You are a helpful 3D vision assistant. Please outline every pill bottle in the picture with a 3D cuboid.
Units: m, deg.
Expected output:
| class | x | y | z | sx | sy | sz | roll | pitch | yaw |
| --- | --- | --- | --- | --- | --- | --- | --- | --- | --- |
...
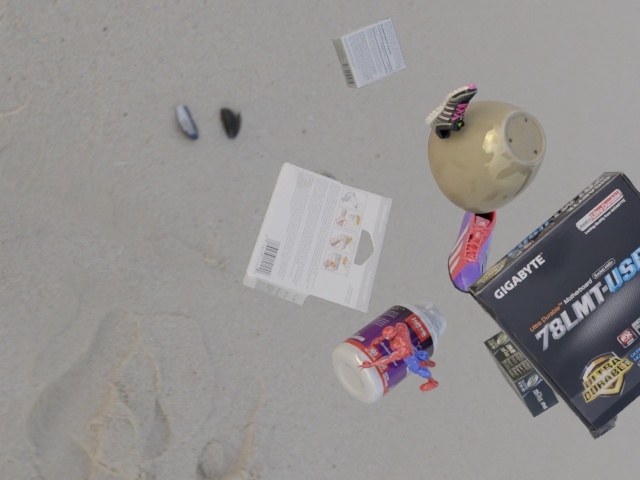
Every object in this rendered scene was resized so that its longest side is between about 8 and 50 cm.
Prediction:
| class | x | y | z | sx | sy | sz | roll | pitch | yaw |
| --- | --- | --- | --- | --- | --- | --- | --- | --- | --- |
| pill bottle | 0.199 | 0.294 | 1.888 | 0.323 | 0.181 | 0.181 | -32 | 102 | -29 |

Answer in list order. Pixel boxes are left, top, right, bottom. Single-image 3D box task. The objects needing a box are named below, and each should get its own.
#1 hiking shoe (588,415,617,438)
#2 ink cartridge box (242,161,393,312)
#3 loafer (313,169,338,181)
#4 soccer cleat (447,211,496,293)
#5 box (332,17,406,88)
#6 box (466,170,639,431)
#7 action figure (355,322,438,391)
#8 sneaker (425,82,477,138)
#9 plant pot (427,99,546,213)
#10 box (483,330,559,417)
| class | x | y | z | sx | sy | sz | roll | pitch | yaw |
| --- | --- | --- | --- | --- | --- | --- | --- | --- | --- |
| hiking shoe | 0.864 | 0.548 | 2.142 | 0.114 | 0.086 | 0.227 | 53 | 20 | 19 |
| ink cartridge box | 0.000 | 0.000 | 1.466 | 0.261 | 0.066 | 0.296 | 19 | 60 | -5 |
| loafer | -0.070 | -0.038 | 1.701 | 0.112 | 0.319 | 0.111 | 34 | 20 | 4 |
| soccer cleat | 0.433 | 0.002 | 1.906 | 0.108 | 0.116 | 0.318 | 19 | 54 | 5 |
| box | 0.116 | -0.447 | 1.624 | 0.137 | 0.072 | 0.126 | -25 | 109 | -12 |
| box | 0.437 | 0.095 | 1.068 | 0.295 | 0.073 | 0.293 | -40 | 96 | 2 |
| action figure | 0.170 | 0.272 | 1.572 | 0.280 | 0.139 | 0.091 | 55 | 24 | -50 |
| sneaker | 0.310 | -0.292 | 1.560 | 0.063 | 0.170 | 0.075 | -17 | 74 | -34 |
| plant pot | 0.432 | -0.223 | 1.651 | 0.284 | 0.191 | 0.284 | 6 | 78 | -26 |
| box | 0.517 | 0.339 | 1.760 | 0.077 | 0.180 | 0.147 | -33 | 118 | 3 |
